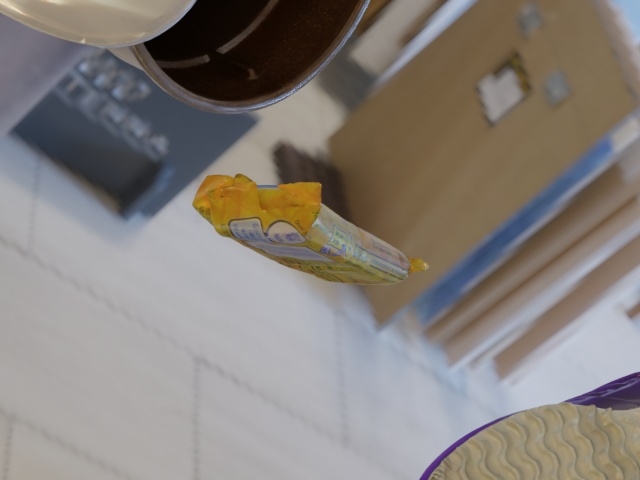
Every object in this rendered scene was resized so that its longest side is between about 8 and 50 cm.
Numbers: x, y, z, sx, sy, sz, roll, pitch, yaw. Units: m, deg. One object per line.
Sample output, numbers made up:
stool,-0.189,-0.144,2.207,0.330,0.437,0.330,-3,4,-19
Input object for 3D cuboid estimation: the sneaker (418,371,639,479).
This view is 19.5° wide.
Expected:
sneaker,0.162,0.144,1.126,0.293,0.146,0.102,-15,80,-31

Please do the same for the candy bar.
candy bar,0.000,0.000,0.584,0.161,0.040,0.018,30,65,-74

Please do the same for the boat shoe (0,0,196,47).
boat shoe,-0.149,-0.181,0.623,0.301,0.108,0.102,43,-3,-2

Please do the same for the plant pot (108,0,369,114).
plant pot,-0.082,-0.155,0.795,0.165,0.167,0.167,22,9,37
